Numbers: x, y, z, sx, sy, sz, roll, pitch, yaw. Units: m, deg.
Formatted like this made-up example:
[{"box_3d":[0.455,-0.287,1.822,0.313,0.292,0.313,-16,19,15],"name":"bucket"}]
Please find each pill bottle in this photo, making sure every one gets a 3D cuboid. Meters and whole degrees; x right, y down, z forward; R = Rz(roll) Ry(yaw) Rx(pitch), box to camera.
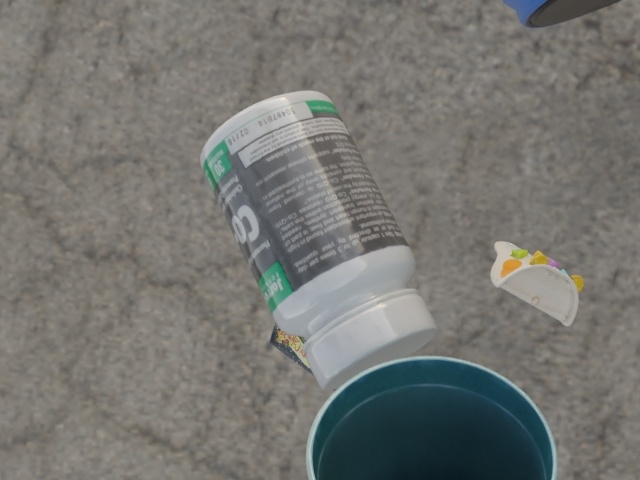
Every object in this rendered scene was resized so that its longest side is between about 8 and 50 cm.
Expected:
[{"box_3d":[0.000,0.000,1.559,0.204,0.204,0.361,-38,71,33],"name":"pill bottle"}]

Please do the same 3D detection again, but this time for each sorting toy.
[{"box_3d":[0.184,0.026,1.022,0.045,0.083,0.075,-56,24,13],"name":"sorting toy"}]

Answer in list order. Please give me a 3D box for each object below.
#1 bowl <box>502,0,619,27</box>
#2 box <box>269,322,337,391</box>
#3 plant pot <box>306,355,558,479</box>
[{"box_3d":[0.405,-0.375,1.452,0.391,0.391,0.077,-26,86,39],"name":"bowl"},{"box_3d":[0.029,0.139,1.803,0.233,0.044,0.159,32,110,41],"name":"box"},{"box_3d":[0.124,0.318,1.358,0.271,0.271,0.255,52,156,39],"name":"plant pot"}]
